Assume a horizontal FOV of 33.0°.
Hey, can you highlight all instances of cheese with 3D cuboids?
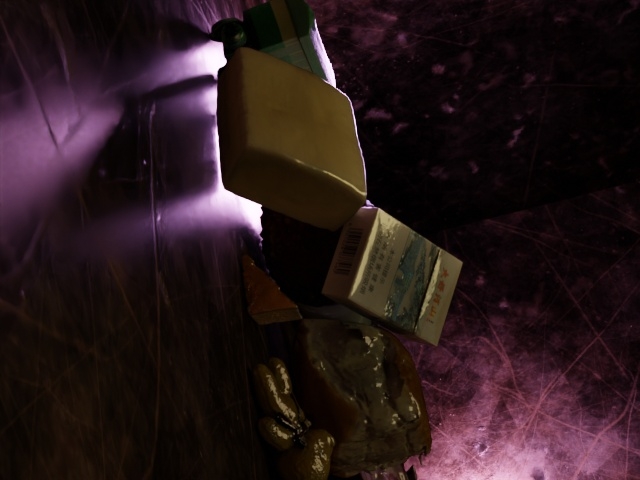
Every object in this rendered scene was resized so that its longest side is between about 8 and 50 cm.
[{"bbox_3d":[-0.052,-0.172,1.825,0.124,0.242,0.265,-52,-148,37],"label":"cheese"}]

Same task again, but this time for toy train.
[{"bbox_3d":[-0.087,-0.336,2.032,0.301,0.202,0.120,61,12,-67],"label":"toy train"}]

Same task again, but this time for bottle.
[{"bbox_3d":[0.036,0.139,2.260,0.347,0.168,0.168,74,4,-64],"label":"bottle"}]

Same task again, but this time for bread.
[{"bbox_3d":[-0.076,0.076,1.720,0.084,0.080,0.109,68,11,-65],"label":"bread"},{"bbox_3d":[0.060,0.258,1.844,0.279,0.225,0.250,81,-7,-59],"label":"bread"}]

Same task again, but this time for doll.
[{"bbox_3d":[-0.037,0.271,1.582,0.137,0.097,0.209,-29,99,-78],"label":"doll"}]

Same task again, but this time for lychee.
[{"bbox_3d":[0.000,0.000,1.963,0.271,0.236,0.236,56,-4,28],"label":"lychee"}]

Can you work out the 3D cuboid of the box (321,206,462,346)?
[{"bbox_3d":[0.129,0.065,1.869,0.256,0.069,0.164,30,74,-42],"label":"box"}]

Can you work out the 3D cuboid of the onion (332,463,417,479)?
[{"bbox_3d":[0.084,0.478,2.063,0.280,0.146,0.314,61,17,-7],"label":"onion"}]
